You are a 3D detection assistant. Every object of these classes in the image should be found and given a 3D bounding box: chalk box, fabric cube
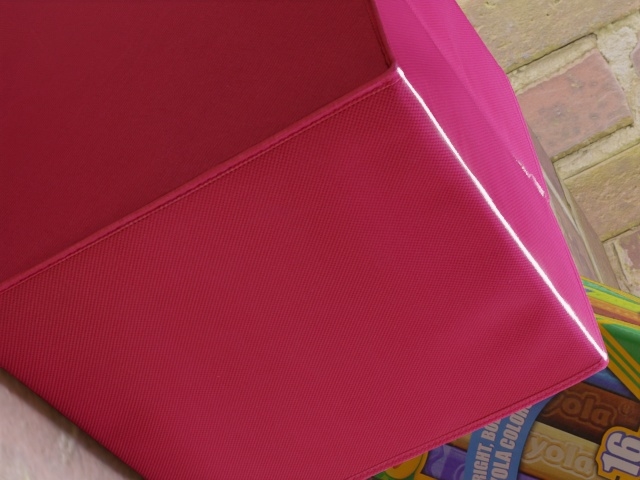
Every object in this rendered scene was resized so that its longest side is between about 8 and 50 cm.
[{"bbox_3d":[0.131,0.103,1.171,0.289,0.179,0.180,21,12,8],"label":"chalk box"},{"bbox_3d":[-0.033,-0.037,0.818,0.258,0.254,0.259,47,22,-43],"label":"fabric cube"}]
